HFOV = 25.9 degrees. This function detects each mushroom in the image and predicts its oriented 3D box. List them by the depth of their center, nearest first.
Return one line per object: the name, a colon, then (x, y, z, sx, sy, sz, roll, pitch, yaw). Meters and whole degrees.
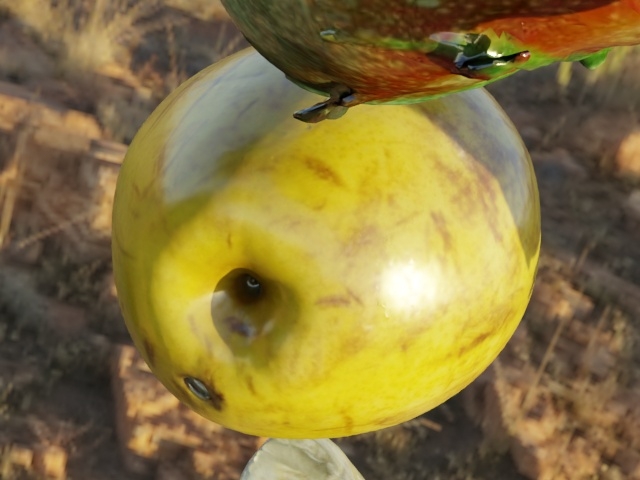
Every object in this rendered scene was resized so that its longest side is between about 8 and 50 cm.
mushroom: (0.027, 0.228, 0.981, 0.223, 0.081, 0.092, 50, 21, 10)

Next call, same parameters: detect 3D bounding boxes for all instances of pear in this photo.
pear: (0.000, 0.000, 0.886, 0.280, 0.281, 0.281, 14, 29, -8)

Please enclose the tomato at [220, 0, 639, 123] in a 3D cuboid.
tomato: (0.090, -0.192, 0.621, 0.303, 0.239, 0.303, -14, 5, 1)
